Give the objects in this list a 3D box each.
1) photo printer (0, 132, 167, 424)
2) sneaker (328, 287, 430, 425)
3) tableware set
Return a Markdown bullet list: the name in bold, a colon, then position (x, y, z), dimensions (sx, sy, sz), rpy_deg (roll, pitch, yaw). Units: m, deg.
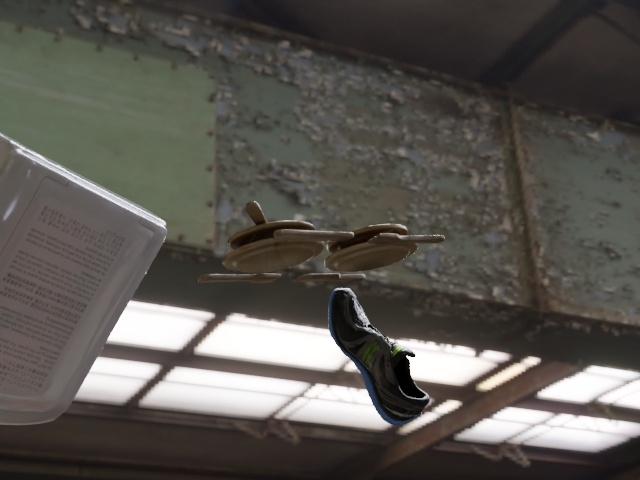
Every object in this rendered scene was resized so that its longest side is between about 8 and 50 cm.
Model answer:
- **photo printer**: position (-0.346, 0.060, 1.238), dimensions (0.107, 0.256, 0.308), rpy_deg (29, -90, 45)
- **sneaker**: position (0.075, 0.137, 1.349), dimensions (0.078, 0.067, 0.188), rpy_deg (-34, -95, 34)
- **tableware set**: position (0.000, 0.000, 0.952), dimensions (0.128, 0.194, 0.039), rpy_deg (-29, -113, 47)
